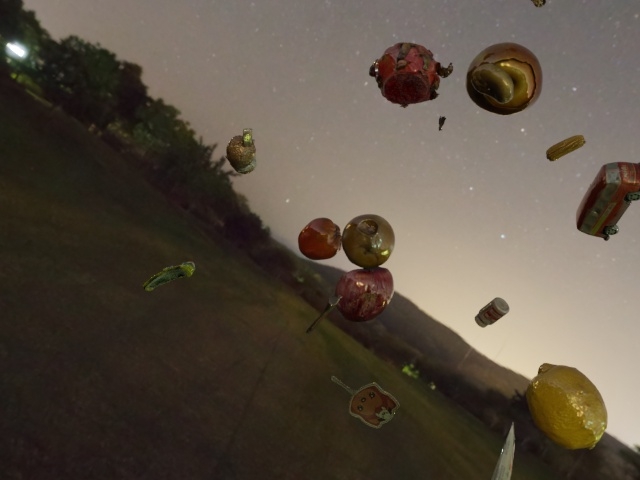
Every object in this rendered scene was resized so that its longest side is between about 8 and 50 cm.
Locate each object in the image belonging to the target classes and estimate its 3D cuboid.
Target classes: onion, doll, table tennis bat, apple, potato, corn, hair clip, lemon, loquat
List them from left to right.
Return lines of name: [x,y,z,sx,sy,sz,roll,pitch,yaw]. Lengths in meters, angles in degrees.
hair clip: [-0.482,0.114,1.619,0.060,0.188,0.033,61,9,-47]
doll: [-0.270,-0.303,1.750,0.115,0.105,0.221,5,-14,-12]
table tennis bat: [0.015,0.183,1.299,0.022,0.131,0.234,43,-20,9]
onion: [0.167,0.229,1.858,0.120,0.227,0.283,-113,-158,-46]
loquat: [0.160,0.006,1.708,0.179,0.179,0.227,35,-20,18]
potato: [0.489,-0.443,1.423,0.138,0.070,0.091,43,-18,26]
apple: [0.570,-0.497,1.580,0.237,0.237,0.207,36,38,4]
lemon: [0.795,0.536,1.643,0.233,0.234,0.288,44,23,-71]
corn: [0.580,-0.220,1.198,0.092,0.037,0.037,-26,-52,39]

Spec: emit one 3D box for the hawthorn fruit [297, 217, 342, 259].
hawthorn fruit: [0.000,0.000,2.049,0.189,0.189,0.189,36,-3,2]

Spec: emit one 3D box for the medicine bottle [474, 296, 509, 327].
medicine bottle: [0.710,0.303,2.105,0.079,0.140,0.079,19,44,-20]

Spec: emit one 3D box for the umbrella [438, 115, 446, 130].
umbrella: [0.367,-0.355,1.536,0.020,0.031,0.083,27,41,-8]

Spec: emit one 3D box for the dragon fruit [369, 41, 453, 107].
dragon fruit: [0.297,-0.549,1.692,0.282,0.147,0.211,6,-40,12]

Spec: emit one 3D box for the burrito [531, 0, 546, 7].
burrito: [0.637,-0.812,1.521,0.058,0.229,0.063,-5,-9,-17]

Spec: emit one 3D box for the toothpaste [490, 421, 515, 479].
toothpaste: [0.453,0.608,1.271,0.056,0.314,0.058,38,-42,2]

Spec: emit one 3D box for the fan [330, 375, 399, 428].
fan: [0.119,0.458,1.471,0.220,0.132,0.009,36,16,-4]

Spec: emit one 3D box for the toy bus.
toy bus: [0.865,-0.124,1.519,0.120,0.121,0.265,12,-35,11]
